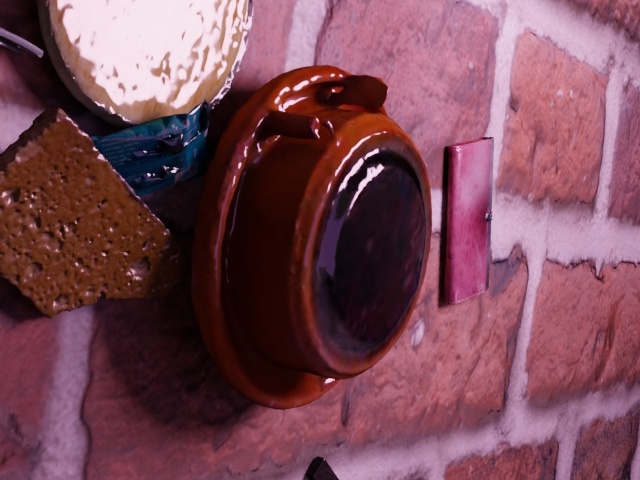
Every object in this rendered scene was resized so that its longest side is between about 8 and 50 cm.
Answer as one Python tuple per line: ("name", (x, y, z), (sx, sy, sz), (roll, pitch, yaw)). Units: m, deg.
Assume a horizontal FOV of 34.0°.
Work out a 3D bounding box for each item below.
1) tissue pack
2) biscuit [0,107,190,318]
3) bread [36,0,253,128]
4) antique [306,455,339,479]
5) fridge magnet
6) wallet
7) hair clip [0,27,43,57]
("tissue pack", (-0.155, -0.071, 0.927), (0.138, 0.028, 0.085), (-21, 138, -30))
("biscuit", (-0.206, 0.002, 0.891), (0.131, 0.026, 0.237), (-48, 143, -12))
("bread", (-0.152, -0.224, 0.929), (0.267, 0.040, 0.267), (-20, 115, -52))
("antique", (0.027, 0.339, 1.344), (0.031, 0.015, 0.192), (-58, 139, -28))
("fridge magnet", (0.000, 0.000, 1.098), (0.363, 0.155, 0.364), (-23, 118, -54))
("wallet", (0.214, -0.029, 1.516), (0.119, 0.025, 0.232), (-16, 110, -52))
("hair clip", (-0.266, -0.152, 0.797), (0.115, 0.030, 0.039), (6, 112, -53))
